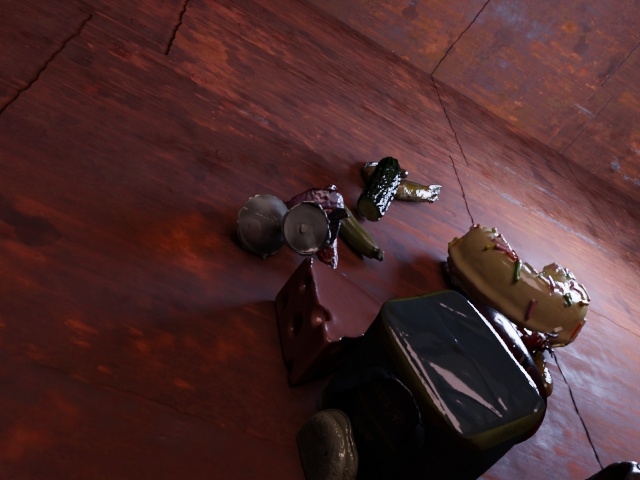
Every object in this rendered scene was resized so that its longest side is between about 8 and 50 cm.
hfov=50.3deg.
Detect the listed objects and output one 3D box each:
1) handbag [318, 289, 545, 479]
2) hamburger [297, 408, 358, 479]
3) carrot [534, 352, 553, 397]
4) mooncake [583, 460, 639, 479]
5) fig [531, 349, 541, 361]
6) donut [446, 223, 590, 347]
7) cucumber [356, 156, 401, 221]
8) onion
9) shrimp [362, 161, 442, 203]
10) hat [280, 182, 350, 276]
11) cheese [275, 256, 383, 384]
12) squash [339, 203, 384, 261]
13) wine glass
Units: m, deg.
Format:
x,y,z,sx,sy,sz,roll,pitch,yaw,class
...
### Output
x,y,z,sx,sy,sz,roll,pitch,yaw,class
0.148,0.231,0.995,0.223,0.241,0.263,-11,53,-39,handbag
0.013,0.287,0.957,0.054,0.084,0.121,13,35,-33,hamburger
0.489,0.275,1.536,0.049,0.049,0.254,34,25,-4,carrot
0.369,0.448,0.873,0.187,0.324,0.324,43,30,11,mooncake
0.439,0.243,1.497,0.088,0.074,0.074,-27,65,-34,fig
0.486,0.110,1.634,0.371,0.150,0.307,26,24,-20,donut
0.155,-0.134,1.690,0.077,0.077,0.265,35,41,-3,cucumber
0.303,0.211,1.193,0.273,0.285,0.273,60,-5,9,onion
0.216,-0.160,1.863,0.253,0.058,0.173,4,34,-39,shrimp
-0.003,0.000,1.362,0.140,0.129,0.227,-14,65,-4,hat
0.038,0.147,1.142,0.177,0.128,0.202,20,32,-27,cheese
0.073,-0.019,1.502,0.183,0.052,0.052,49,31,19,squash
-0.063,-0.026,1.206,0.122,0.122,0.183,18,-7,-30,wine glass
